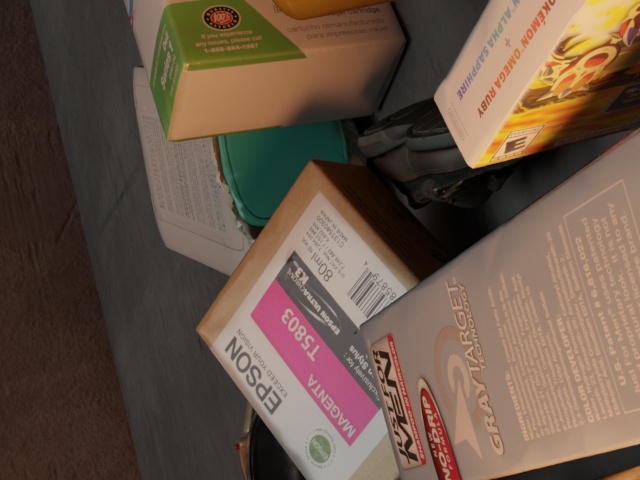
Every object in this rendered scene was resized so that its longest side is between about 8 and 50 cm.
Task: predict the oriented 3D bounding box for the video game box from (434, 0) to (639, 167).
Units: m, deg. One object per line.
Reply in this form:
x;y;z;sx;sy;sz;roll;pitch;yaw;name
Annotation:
0.168;-0.111;0.464;0.187;0.205;0.048;113;138;-59;video game box

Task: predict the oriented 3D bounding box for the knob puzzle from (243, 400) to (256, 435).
0.006;0.126;1.135;0.030;0.213;0.213;-23;76;36;knob puzzle

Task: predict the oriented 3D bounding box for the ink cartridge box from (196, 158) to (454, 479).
0.031;0.082;0.932;0.234;0.088;0.193;49;116;29;ink cartridge box

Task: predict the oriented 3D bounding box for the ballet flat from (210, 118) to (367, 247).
0.000;0.000;1.109;0.147;0.147;0.409;116;138;-60;ballet flat

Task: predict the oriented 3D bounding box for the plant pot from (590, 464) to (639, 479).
0.134;0.270;0.649;0.305;0.334;0.333;-48;55;53;plant pot

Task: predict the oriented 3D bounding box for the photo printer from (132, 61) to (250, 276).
-0.105;-0.089;1.341;0.307;0.107;0.256;18;120;60;photo printer

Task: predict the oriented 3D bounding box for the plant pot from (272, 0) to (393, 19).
0.034;-0.260;0.787;0.187;0.212;0.212;104;151;-75;plant pot

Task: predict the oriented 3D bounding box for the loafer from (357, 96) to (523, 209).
0.106;-0.063;0.865;0.084;0.096;0.267;62;170;-10;loafer

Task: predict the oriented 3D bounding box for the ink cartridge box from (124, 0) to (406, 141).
-0.071;-0.243;1.061;0.117;0.201;0.278;113;142;-57;ink cartridge box

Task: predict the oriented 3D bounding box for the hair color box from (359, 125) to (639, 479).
0.170;0.032;0.559;0.374;0.185;0.113;133;123;-66;hair color box

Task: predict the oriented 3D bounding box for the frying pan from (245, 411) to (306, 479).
0.040;0.276;1.015;0.053;0.197;0.326;-29;93;26;frying pan

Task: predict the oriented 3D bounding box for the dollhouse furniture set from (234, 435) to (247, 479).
-0.018;0.192;1.217;0.129;0.129;0.183;-140;36;-61;dollhouse furniture set
